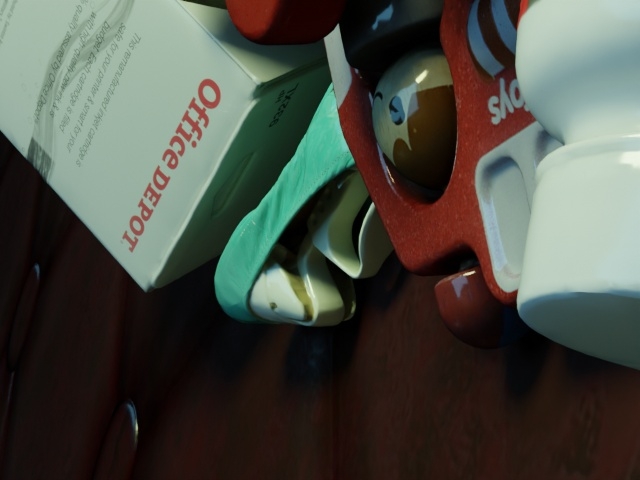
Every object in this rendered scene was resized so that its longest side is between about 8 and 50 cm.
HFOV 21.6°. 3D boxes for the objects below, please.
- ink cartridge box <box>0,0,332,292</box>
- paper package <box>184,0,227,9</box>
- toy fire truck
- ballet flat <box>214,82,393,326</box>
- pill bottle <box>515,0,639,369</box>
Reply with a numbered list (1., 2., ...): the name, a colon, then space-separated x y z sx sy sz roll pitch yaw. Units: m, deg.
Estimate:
1. ink cartridge box: -0.141 -0.154 1.190 0.307 0.129 0.223 47 135 15
2. paper package: 0.033 -0.333 1.027 0.309 0.168 0.325 128 150 -50
3. toy fire truck: 0.075 -0.087 0.754 0.302 0.169 0.254 145 118 -64
4. ballet flat: 0.000 0.000 1.006 0.247 0.083 0.087 -59 38 44
5. pill bottle: 0.148 -0.102 0.514 0.161 0.161 0.283 161 123 -68
